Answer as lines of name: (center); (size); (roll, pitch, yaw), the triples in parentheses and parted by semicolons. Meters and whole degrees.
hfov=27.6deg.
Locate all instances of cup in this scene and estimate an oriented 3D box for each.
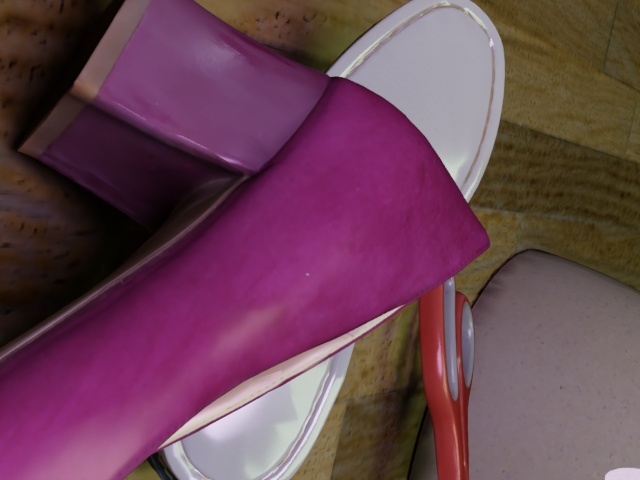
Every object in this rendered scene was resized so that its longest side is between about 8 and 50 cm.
cup: (0.235, 0.191, 0.973); (0.331, 0.237, 0.331); (-34, 131, -52)

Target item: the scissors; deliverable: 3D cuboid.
scissors: (0.079, 0.157, 0.806); (0.109, 0.021, 0.297); (48, 41, -66)

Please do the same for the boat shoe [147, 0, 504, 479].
boat shoe: (0.000, 0.000, 0.587); (0.095, 0.079, 0.254); (30, 77, -20)

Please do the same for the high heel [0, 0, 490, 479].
high heel: (-0.056, 0.091, 0.416); (0.181, 0.127, 0.377); (33, 64, -18)
